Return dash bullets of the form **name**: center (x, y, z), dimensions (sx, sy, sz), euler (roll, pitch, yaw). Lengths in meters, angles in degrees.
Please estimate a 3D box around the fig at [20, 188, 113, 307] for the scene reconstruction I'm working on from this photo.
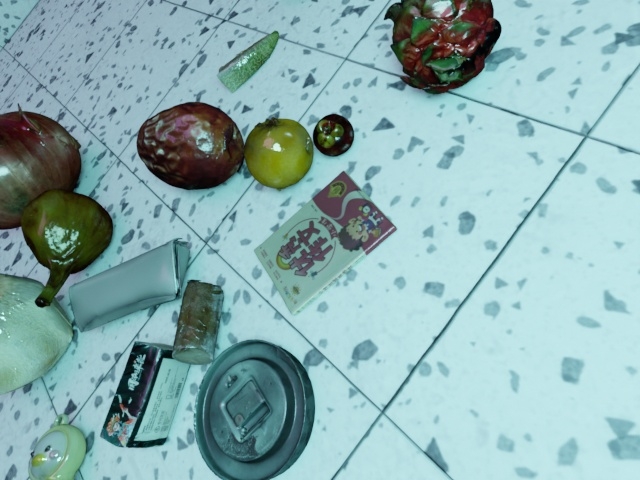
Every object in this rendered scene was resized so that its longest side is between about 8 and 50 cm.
- **fig**: center (-0.609, 0.024, 0.925), dimensions (0.191, 0.190, 0.290), euler (-8, 54, 26)

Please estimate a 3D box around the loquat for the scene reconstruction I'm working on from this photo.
- **loquat**: center (-0.079, -0.164, 0.766), dimensions (0.141, 0.141, 0.140), euler (-11, 64, 24)

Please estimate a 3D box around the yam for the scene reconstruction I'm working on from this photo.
- **yam**: center (-0.220, 0.146, 0.732), dimensions (0.079, 0.079, 0.141), euler (-16, 51, 22)

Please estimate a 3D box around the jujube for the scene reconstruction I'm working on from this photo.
- **jujube**: center (-0.277, -0.197, 0.858), dimensions (0.243, 0.183, 0.183), euler (2, 70, 30)

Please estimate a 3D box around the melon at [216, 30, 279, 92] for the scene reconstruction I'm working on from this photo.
- **melon**: center (-0.176, -0.455, 1.006), dimensions (0.182, 0.054, 0.097), euler (-30, 43, 14)

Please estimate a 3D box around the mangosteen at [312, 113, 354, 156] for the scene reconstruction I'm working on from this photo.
- **mangosteen**: center (0.023, -0.201, 0.760), dimensions (0.081, 0.081, 0.080), euler (-11, 64, 24)

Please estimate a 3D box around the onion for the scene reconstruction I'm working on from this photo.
- **onion**: center (-0.813, -0.188, 1.071), dimensions (0.354, 0.354, 0.353), euler (-11, 64, 24)

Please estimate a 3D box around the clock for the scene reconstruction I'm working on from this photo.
- **clock**: center (-0.108, 0.270, 0.650), dimensions (0.215, 0.042, 0.214), euler (-11, 65, 25)

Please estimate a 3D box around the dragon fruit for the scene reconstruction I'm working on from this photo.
- **dragon fruit**: center (0.200, -0.347, 0.673), dimensions (0.183, 0.182, 0.188), euler (-16, 103, 22)

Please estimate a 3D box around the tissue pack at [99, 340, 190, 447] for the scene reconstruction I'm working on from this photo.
- **tissue pack**: center (-0.307, 0.273, 0.722), dimensions (0.091, 0.103, 0.170), euler (7, 73, 24)

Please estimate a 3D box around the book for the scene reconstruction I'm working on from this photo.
- **book**: center (0.000, 0.000, 0.720), dimensions (0.232, 0.022, 0.162), euler (-40, 56, 7)

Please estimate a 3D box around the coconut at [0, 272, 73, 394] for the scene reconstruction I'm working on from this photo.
- **coconut**: center (-0.687, 0.209, 0.885), dimensions (0.245, 0.247, 0.244), euler (-8, 40, 6)

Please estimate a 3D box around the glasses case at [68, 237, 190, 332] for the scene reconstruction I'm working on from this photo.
- **glasses case**: center (-0.394, 0.101, 0.856), dimensions (0.308, 0.083, 0.128), euler (-20, 67, 20)

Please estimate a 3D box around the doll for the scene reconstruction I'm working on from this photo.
- **doll**: center (-0.493, 0.467, 0.728), dimensions (0.142, 0.117, 0.296), euler (-28, 59, 13)
